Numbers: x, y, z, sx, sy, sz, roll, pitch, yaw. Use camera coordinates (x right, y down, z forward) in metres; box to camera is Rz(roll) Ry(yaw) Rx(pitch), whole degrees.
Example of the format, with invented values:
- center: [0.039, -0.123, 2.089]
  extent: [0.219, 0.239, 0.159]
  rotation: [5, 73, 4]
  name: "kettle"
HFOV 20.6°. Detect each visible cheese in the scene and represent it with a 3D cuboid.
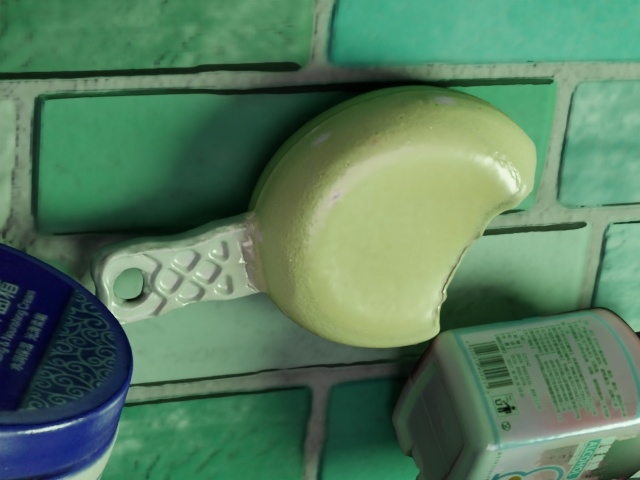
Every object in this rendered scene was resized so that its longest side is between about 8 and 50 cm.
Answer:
- center: [-0.003, -0.018, 1.014]
  extent: [0.248, 0.071, 0.163]
  rotation: [6, 113, -24]
  name: "cheese"

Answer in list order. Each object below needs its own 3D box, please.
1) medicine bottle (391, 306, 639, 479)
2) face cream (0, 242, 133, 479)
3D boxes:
- center: [0.152, 0.106, 1.106]
  extent: [0.188, 0.094, 0.119]
  rotation: [-7, 149, -21]
  name: "medicine bottle"
- center: [-0.207, 0.082, 0.900]
  extent: [0.206, 0.206, 0.111]
  rotation: [10, 113, -26]
  name: "face cream"
